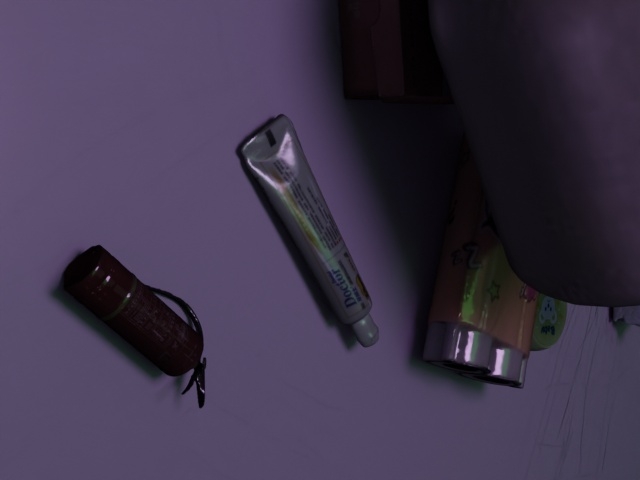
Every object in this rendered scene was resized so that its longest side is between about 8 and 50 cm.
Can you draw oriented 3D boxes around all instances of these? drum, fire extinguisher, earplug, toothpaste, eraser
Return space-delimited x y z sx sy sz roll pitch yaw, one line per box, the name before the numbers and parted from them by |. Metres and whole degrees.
drum | 0.274 0.021 1.091 0.130 0.049 0.253 -15 101 -45
fire extinguisher | -0.137 0.063 0.671 0.157 0.045 0.078 49 36 -34
earplug | 0.266 -0.179 0.783 0.312 0.312 0.394 -44 118 -37
toothpaste | 0.000 0.000 0.815 0.067 0.037 0.255 -42 116 -31
eraser | 0.207 0.018 0.995 0.171 0.087 0.291 25 72 -42

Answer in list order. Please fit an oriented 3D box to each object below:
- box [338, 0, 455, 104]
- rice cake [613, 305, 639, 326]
box | 0.114 -0.254 0.895 0.215 0.086 0.215 -9 97 -46
rice cake | 0.503 0.044 1.322 0.069 0.063 0.207 -8 97 -52
